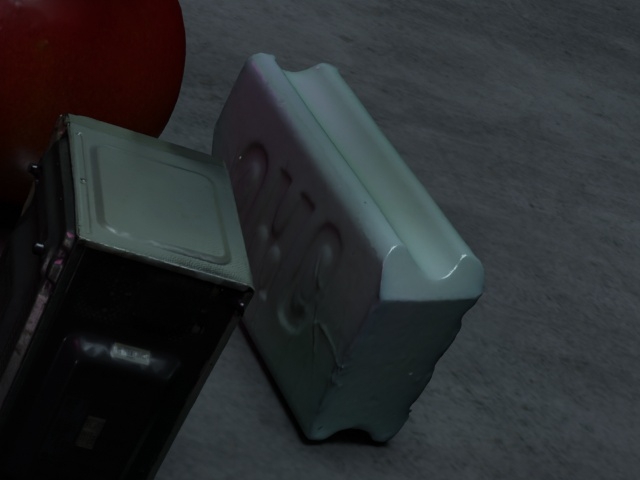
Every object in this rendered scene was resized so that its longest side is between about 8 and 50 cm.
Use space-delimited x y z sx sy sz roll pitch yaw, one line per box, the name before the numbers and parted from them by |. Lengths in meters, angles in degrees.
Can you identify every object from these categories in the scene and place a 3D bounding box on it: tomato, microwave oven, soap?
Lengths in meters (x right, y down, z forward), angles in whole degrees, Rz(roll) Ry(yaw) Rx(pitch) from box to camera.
tomato | -0.243 -0.161 1.179 0.298 0.226 0.298 28 16 -8
microwave oven | -0.145 0.050 0.961 0.129 0.205 0.163 17 28 -20
soap | 0.000 0.000 1.210 0.095 0.173 0.289 7 34 -34
